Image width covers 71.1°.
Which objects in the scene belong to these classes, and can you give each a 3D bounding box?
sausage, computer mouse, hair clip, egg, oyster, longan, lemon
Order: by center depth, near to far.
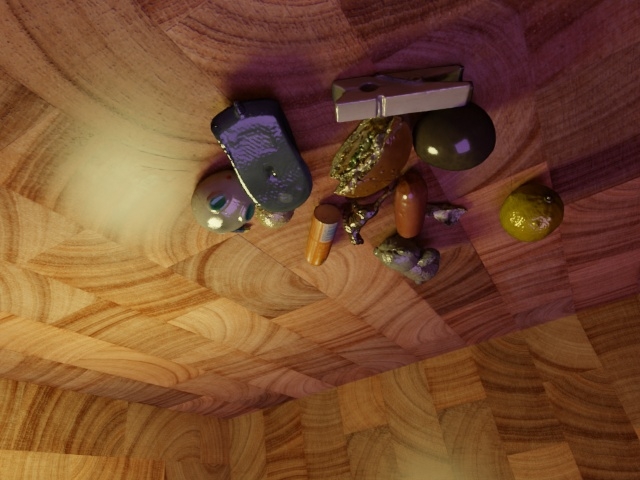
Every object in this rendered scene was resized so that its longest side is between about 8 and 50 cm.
[{"bbox_3d":[0.195,-0.356,1.093,0.331,0.101,0.085,-9,151,1],"label":"hair clip"},{"bbox_3d":[-0.145,-0.228,1.175,0.189,0.121,0.370,-19,139,7],"label":"computer mouse"},{"bbox_3d":[0.349,-0.276,1.175,0.213,0.198,0.198,17,151,18],"label":"longan"},{"bbox_3d":[-0.141,-0.097,1.384,0.140,0.118,0.116,-47,176,30],"label":"egg"},{"bbox_3d":[0.293,-0.117,1.459,0.114,0.113,0.259,-11,147,2],"label":"sausage"},{"bbox_3d":[0.720,-0.095,1.533,0.193,0.192,0.231,-4,153,-9],"label":"lemon"},{"bbox_3d":[0.000,0.000,1.579,0.093,0.092,0.312,-2,146,-12],"label":"sausage"},{"bbox_3d":[0.446,-0.103,1.592,0.106,0.061,0.200,-46,138,18],"label":"oyster"}]

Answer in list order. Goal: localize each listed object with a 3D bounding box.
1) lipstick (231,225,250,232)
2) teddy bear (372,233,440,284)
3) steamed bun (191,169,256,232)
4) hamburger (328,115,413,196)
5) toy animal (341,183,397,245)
[{"bbox_3d":[-0.290,-0.038,1.498,0.116,0.037,0.037,4,144,-27],"label":"lipstick"},{"bbox_3d":[0.331,0.063,1.703,0.267,0.151,0.236,31,157,-33],"label":"teddy bear"},{"bbox_3d":[-0.280,-0.103,1.316,0.177,0.130,0.228,22,137,-36],"label":"steamed bun"},{"bbox_3d":[0.156,-0.226,1.232,0.157,0.143,0.283,14,138,-29],"label":"hamburger"},{"bbox_3d":[0.151,-0.098,1.448,0.114,0.116,0.255,11,140,-31],"label":"toy animal"}]
